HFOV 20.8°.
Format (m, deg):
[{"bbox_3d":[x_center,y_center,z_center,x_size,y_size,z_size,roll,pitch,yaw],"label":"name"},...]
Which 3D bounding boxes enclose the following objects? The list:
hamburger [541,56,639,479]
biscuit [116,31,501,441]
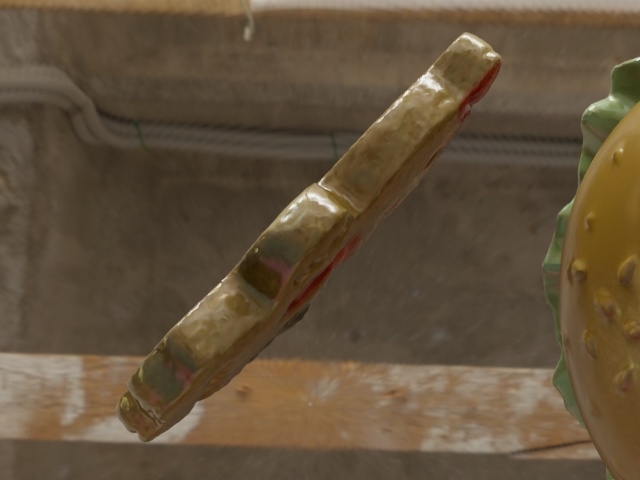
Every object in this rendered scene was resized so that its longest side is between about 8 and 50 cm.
[{"bbox_3d":[0.221,0.024,0.724,0.274,0.212,0.274,9,-75,36],"label":"hamburger"},{"bbox_3d":[0.000,0.000,0.762,0.036,0.166,0.225,43,-110,3],"label":"biscuit"}]
